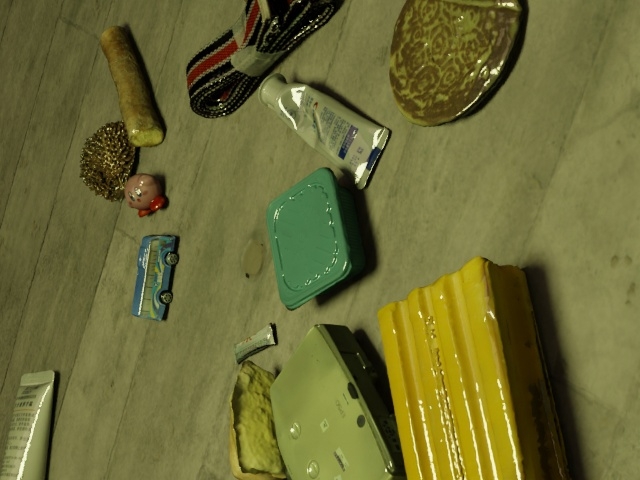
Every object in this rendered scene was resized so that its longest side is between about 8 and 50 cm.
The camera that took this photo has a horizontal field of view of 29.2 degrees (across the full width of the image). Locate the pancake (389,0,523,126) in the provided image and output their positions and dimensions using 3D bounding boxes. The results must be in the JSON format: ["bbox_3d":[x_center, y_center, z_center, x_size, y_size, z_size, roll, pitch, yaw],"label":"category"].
[{"bbox_3d":[0.172,-0.270,1.667,0.250,0.031,0.250,-16,69,49],"label":"pancake"}]

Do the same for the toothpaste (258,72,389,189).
[{"bbox_3d":[0.003,-0.175,1.853,0.266,0.061,0.096,38,111,41],"label":"toothpaste"}]

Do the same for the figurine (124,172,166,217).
[{"bbox_3d":[-0.321,-0.086,2.225,0.083,0.071,0.067,-29,19,36],"label":"figurine"}]

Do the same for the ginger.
[{"bbox_3d":[-0.096,0.283,1.840,0.122,0.115,0.193,122,151,-50],"label":"ginger"}]

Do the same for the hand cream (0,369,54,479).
[{"bbox_3d":[-0.590,0.414,2.446,0.139,0.089,0.314,-9,71,49],"label":"hand cream"}]

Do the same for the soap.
[{"bbox_3d":[0.187,0.202,1.494,0.204,0.096,0.324,-32,59,45],"label":"soap"}]

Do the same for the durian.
[{"bbox_3d":[-0.407,-0.145,2.328,0.148,0.091,0.188,-48,50,35],"label":"durian"}]

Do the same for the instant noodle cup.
[{"bbox_3d":[0.000,0.000,1.798,0.157,0.070,0.179,-34,57,42],"label":"instant noodle cup"}]

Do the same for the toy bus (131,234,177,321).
[{"bbox_3d":[-0.292,0.064,2.162,0.051,0.061,0.153,8,90,57],"label":"toy bus"}]

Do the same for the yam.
[{"bbox_3d":[-0.360,-0.296,2.326,0.066,0.066,0.300,-49,46,34],"label":"yam"}]

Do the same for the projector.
[{"bbox_3d":[0.028,0.268,1.689,0.193,0.088,0.269,-56,43,30],"label":"projector"}]

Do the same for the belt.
[{"bbox_3d":[-0.108,-0.318,1.973,0.359,0.126,0.094,-39,63,48],"label":"belt"}]

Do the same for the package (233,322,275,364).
[{"bbox_3d":[-0.107,0.164,1.940,0.110,0.015,0.037,-30,59,43],"label":"package"}]
